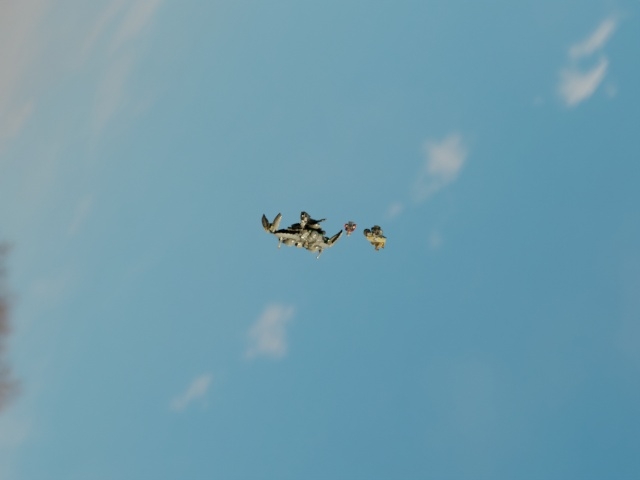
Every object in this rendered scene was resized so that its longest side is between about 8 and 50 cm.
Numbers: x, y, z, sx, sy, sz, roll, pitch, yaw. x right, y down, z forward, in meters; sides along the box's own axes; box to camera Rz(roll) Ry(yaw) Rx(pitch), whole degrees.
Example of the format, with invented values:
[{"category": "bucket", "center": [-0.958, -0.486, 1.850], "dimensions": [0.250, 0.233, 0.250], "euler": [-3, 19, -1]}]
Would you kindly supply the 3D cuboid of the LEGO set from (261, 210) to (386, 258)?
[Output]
[{"category": "LEGO set", "center": [0.000, -0.001, 0.965], "dimensions": [0.083, 0.054, 0.023], "euler": [4, -104, 32]}]
